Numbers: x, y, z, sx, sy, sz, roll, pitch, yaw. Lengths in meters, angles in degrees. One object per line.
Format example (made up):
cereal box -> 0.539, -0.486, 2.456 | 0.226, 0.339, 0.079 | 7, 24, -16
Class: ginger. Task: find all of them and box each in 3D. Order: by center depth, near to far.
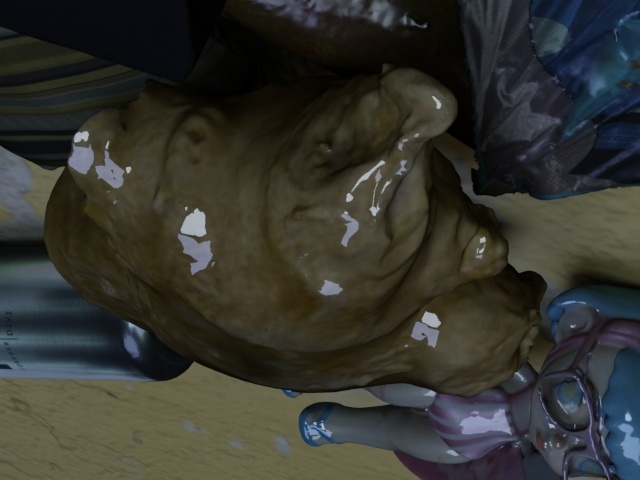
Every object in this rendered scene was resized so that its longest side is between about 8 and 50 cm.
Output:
ginger -> 0.000, 0.000, 0.734 | 0.219, 0.123, 0.270 | 23, 173, -16

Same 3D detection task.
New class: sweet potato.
sweet potato -> -0.004, -0.112, 0.736 | 0.244, 0.077, 0.077 | 30, 149, -12

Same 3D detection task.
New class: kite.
kite -> 0.165, -0.097, 0.631 | 0.406, 0.014, 0.368 | 25, 140, -24

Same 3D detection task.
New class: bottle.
bottle -> -0.184, 0.035, 1.090 | 0.254, 0.079, 0.096 | -2, 104, 35

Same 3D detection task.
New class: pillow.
pillow -> -0.127, -0.088, 0.853 | 0.208, 0.052, 0.212 | -3, 153, 38

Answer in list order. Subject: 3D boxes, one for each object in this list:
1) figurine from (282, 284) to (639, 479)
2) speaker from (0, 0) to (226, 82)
figurine -> 0.089, 0.059, 0.948 | 0.260, 0.103, 0.205 | -3, 106, 39
speaker -> -0.114, -0.206, 0.546 | 0.232, 0.184, 0.254 | 18, 151, 8
